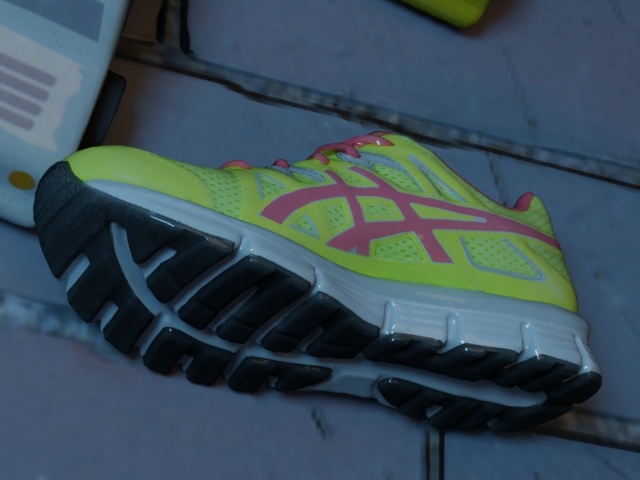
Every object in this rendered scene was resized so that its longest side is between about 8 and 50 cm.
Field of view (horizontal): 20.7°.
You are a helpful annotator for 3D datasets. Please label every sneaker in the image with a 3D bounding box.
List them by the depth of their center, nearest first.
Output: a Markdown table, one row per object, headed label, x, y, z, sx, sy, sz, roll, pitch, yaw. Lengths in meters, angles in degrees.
| label | x | y | z | sx | sy | sz | roll | pitch | yaw |
| --- | --- | --- | --- | --- | --- | --- | --- | --- | --- |
| sneaker | 0.000 | 0.000 | 0.601 | 0.208 | 0.081 | 0.094 | 18 | 56 | -28 |

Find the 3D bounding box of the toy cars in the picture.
| label | x | y | z | sx | sy | sz | roll | pitch | yaw |
| --- | --- | --- | --- | --- | --- | --- | --- | --- | --- |
| toy cars | -0.017 | -0.148 | 0.647 | 0.393 | 0.087 | 0.176 | -27 | 82 | -33 |
